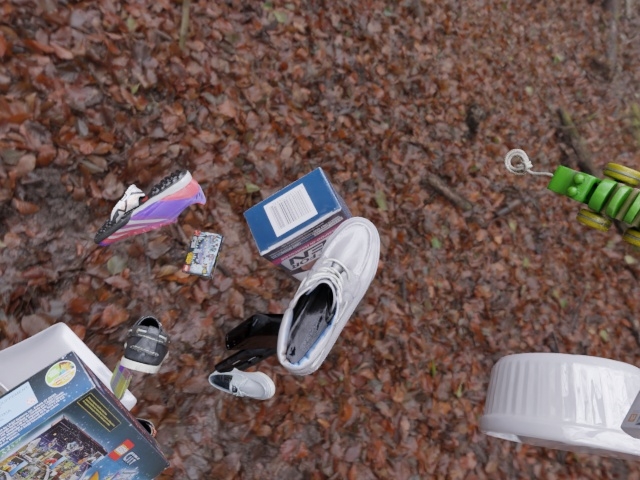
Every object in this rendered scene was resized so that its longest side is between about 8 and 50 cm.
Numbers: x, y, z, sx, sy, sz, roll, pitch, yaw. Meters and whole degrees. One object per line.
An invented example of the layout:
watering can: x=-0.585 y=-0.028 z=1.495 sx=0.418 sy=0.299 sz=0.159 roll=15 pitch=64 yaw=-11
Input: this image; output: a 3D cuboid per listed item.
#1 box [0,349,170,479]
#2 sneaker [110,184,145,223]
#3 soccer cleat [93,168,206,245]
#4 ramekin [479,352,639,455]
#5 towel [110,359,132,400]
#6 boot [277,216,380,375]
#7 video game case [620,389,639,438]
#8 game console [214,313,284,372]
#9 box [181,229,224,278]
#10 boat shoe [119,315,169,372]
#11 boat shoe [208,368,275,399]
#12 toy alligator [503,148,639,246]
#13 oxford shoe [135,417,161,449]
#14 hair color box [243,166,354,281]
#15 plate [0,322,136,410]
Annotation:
box: x=-0.245 y=0.216 z=0.382 sx=0.159 sy=0.233 sz=0.044 roll=-35 pitch=58 yaw=-28
sneaker: x=-0.475 y=-0.085 z=1.041 sx=0.043 sy=0.040 sz=0.109 roll=33 pitch=72 yaw=-14
soccer cleat: x=-0.469 y=-0.066 z=1.164 sx=0.318 sy=0.109 sz=0.116 roll=-35 pitch=123 yaw=-3
ramekin: x=0.403 y=0.270 z=0.687 sx=0.272 sy=0.272 sz=0.127 roll=23 pitch=63 yaw=-28
towel: x=-0.418 y=0.291 z=0.883 sx=0.009 sy=0.083 sz=0.060 roll=26 pitch=81 yaw=-40
boot: x=0.019 y=0.068 z=0.595 sx=0.095 sy=0.123 sz=0.258 roll=23 pitch=75 yaw=6
video game case: x=0.392 y=0.119 z=0.407 sx=0.022 sy=0.190 sz=0.173 roll=36 pitch=74 yaw=14
game console: x=-0.140 y=0.241 z=0.961 sx=0.213 sy=0.361 sz=0.044 roll=9 pitch=57 yaw=-38
box: x=-0.359 y=0.042 z=1.294 sx=0.093 sy=0.027 sz=0.137 roll=9 pitch=72 yaw=8
boat shoe: x=-0.316 y=0.180 z=0.785 sx=0.084 sy=0.233 sz=0.079 roll=16 pitch=82 yaw=-19
boat shoe: x=-0.241 y=0.432 z=1.258 sx=0.081 sy=0.227 sz=0.079 roll=-7 pitch=97 yaw=-56
toy alligator: x=0.245 y=-0.041 z=0.372 sx=0.189 sy=0.056 sz=0.051 roll=33 pitch=21 yaw=32
oxford shoe: x=-0.568 y=0.637 z=1.323 sx=0.130 sy=0.348 sz=0.123 roll=-17 pitch=56 yaw=-2
hair color box: x=0.000 y=0.000 z=0.911 sx=0.105 sy=0.173 sz=0.347 roll=64 pitch=9 yaw=25
plate: x=-0.564 y=0.329 z=0.932 sx=0.045 sy=0.278 sz=0.277 roll=-40 pitch=95 yaw=1
